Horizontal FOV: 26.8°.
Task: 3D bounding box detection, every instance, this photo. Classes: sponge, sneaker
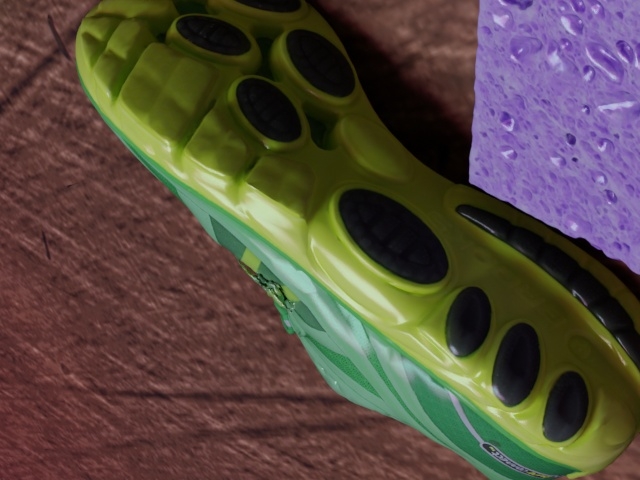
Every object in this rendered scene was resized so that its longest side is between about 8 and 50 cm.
[{"bbox_3d":[0.102,-0.074,0.412,0.117,0.031,0.210,34,146,31],"label":"sponge"},{"bbox_3d":[0.000,0.000,0.563,0.295,0.109,0.123,44,146,16],"label":"sneaker"}]
